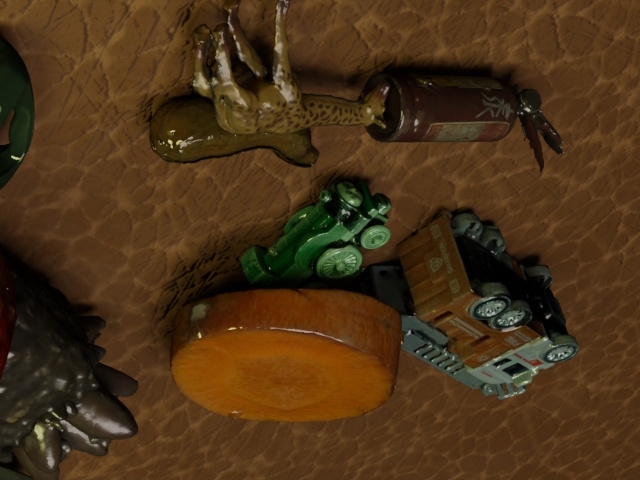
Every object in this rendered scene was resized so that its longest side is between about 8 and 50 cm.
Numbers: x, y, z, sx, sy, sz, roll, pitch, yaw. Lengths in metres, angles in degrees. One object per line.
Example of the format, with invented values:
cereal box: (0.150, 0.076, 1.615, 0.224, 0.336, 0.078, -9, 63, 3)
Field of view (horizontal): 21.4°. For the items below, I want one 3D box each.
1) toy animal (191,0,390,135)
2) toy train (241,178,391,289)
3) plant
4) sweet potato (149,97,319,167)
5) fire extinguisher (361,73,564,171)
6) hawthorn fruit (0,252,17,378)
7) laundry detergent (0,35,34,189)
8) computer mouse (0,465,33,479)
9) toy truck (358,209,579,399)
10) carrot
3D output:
toy animal: (-0.031, -0.153, 1.689, 0.149, 0.054, 0.275, -56, 136, -4)
toy train: (0.000, 0.000, 1.948, 0.104, 0.071, 0.178, 27, 120, -40)
plant: (-0.325, 0.146, 1.799, 0.194, 0.181, 0.321, -32, 143, 3)
sweet potato: (-0.078, -0.113, 1.743, 0.233, 0.062, 0.081, 1, 146, -44)
fire extinguisher: (0.165, -0.128, 1.870, 0.252, 0.075, 0.106, -2, 93, -37)
hawthorn fruit: (-0.428, 0.077, 1.515, 0.311, 0.295, 0.295, 11, 140, 1)
laundry detergent: (-0.332, -0.088, 1.564, 0.144, 0.078, 0.222, -18, 145, -17)
computer mouse: (-0.442, 0.313, 2.020, 0.167, 0.090, 0.379, -37, 153, 22)
toy truck: (0.198, 0.098, 2.178, 0.184, 0.133, 0.338, -30, 146, 21)
carrot: (-0.041, 0.132, 1.991, 0.258, 0.100, 0.307, -22, 153, 32)
